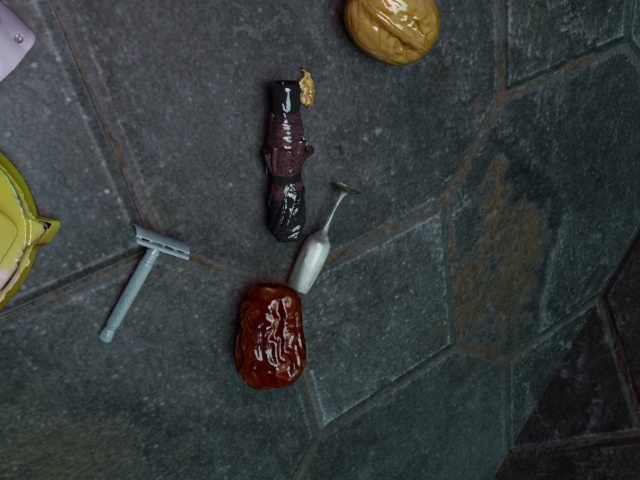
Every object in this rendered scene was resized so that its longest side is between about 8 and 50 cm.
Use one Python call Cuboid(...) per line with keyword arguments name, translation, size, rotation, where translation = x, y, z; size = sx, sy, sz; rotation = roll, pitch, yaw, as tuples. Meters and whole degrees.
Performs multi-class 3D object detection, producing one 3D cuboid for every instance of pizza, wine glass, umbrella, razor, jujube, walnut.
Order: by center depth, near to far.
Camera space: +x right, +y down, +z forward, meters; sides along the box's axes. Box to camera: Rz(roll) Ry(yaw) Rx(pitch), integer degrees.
Cuboid(name="razor", translation=(-0.341, 0.088, 1.004), size=(0.106, 0.068, 0.231), rotation=(23, 102, -38))
Cuboid(name="walnut", translation=(0.134, -0.416, 1.029), size=(0.207, 0.159, 0.159), rotation=(15, 102, -43))
Cuboid(name="umbrella", translation=(-0.070, -0.147, 1.053), size=(0.090, 0.094, 0.325), rotation=(-36, 133, -50))
Cuboid(name="pizza", translation=(-0.028, -0.294, 1.062), size=(0.037, 0.016, 0.083), rotation=(-25, 127, -24))
Cuboid(name="jujube", translation=(-0.105, 0.202, 1.162), size=(0.155, 0.155, 0.230), rotation=(-4, 103, -33))
Cuboid(name="wine glass", translation=(0.000, 0.000, 1.186), size=(0.074, 0.074, 0.262), rotation=(18, 102, -38))

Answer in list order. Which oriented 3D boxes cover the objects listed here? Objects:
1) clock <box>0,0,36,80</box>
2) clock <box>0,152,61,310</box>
Cuboid(name="clock", translation=(-0.503, -0.284, 0.641), size=(0.189, 0.189, 0.254), rotation=(-47, 130, -7))
Cuboid(name="clock", translation=(-0.529, -0.012, 0.755), size=(0.293, 0.071, 0.277), rotation=(64, 36, -44))
